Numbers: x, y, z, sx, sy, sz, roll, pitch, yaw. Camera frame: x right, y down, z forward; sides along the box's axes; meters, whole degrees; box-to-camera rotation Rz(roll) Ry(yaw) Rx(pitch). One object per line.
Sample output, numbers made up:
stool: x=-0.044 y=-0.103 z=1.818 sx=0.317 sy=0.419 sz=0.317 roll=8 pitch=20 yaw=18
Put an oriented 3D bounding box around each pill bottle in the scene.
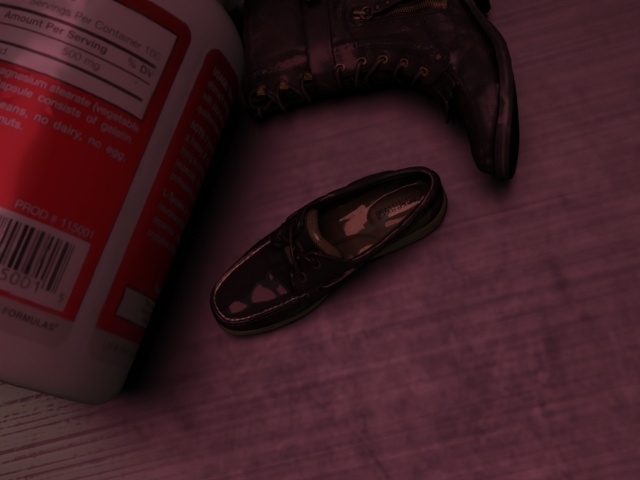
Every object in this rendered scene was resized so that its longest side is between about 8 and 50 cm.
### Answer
pill bottle: x=-0.199 y=-0.095 z=0.647 sx=0.229 sy=0.229 sz=0.407 roll=16 pitch=77 yaw=15

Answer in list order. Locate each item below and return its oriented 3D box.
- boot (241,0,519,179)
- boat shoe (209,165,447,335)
boot: x=0.044 y=-0.148 z=0.704 sx=0.229 sy=0.091 sz=0.262 roll=-14 pitch=68 yaw=12
boat shoe: x=0.001 y=0.001 z=0.663 sx=0.224 sy=0.073 sz=0.080 roll=-29 pitch=71 yaw=1
